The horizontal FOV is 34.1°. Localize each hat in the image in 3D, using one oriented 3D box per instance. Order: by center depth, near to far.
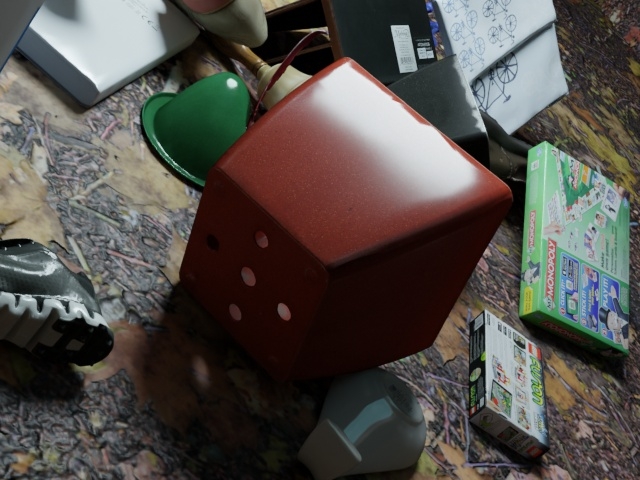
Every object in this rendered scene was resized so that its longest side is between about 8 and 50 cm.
[{"bbox_3d":[-0.109,-0.193,1.344,0.173,0.183,0.208,28,34,-24],"label":"hat"}]

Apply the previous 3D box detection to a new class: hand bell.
[{"bbox_3d":[-0.094,-0.257,1.552,0.242,0.126,0.126,44,28,27],"label":"hand bell"}]

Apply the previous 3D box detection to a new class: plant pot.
[{"bbox_3d":[0.000,0.000,1.157,0.267,0.267,0.236,43,45,22],"label":"plant pot"},{"bbox_3d":[0.150,-0.134,1.554,0.188,0.167,0.187,74,4,-49],"label":"plant pot"}]

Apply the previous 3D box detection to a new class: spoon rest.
[{"bbox_3d":[0.042,0.208,1.152,0.137,0.084,0.276,51,18,11],"label":"spoon rest"}]

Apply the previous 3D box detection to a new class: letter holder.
[{"bbox_3d":[0.023,-0.308,1.704,0.302,0.215,0.152,-20,99,-55],"label":"letter holder"}]

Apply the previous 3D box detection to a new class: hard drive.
[{"bbox_3d":[-0.303,-0.299,1.390,0.203,0.040,0.307,41,31,-3],"label":"hard drive"}]

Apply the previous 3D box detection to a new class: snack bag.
[{"bbox_3d":[0.342,-0.347,1.918,0.323,0.037,0.342,-37,123,-33],"label":"snack bag"}]

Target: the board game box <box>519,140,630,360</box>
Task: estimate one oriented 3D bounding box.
[{"bbox_3d":[0.427,0.016,1.735,0.214,0.046,0.317,25,58,-27],"label":"board game box"}]

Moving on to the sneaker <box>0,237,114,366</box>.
[{"bbox_3d":[-0.298,0.038,0.949,0.234,0.078,0.106,24,33,-36],"label":"sneaker"}]

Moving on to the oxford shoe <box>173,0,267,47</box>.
[{"bbox_3d":[-0.170,-0.374,1.559,0.130,0.123,0.348,52,5,-35],"label":"oxford shoe"}]

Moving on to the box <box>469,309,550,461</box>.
[{"bbox_3d":[0.258,0.196,1.439,0.114,0.036,0.207,35,31,-14],"label":"box"}]

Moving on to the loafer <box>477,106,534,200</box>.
[{"bbox_3d":[0.286,-0.129,1.822,0.366,0.130,0.134,25,-1,-42],"label":"loafer"}]

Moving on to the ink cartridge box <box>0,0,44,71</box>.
[{"bbox_3d":[-0.462,-0.338,1.012,0.395,0.285,0.166,42,31,-1],"label":"ink cartridge box"}]

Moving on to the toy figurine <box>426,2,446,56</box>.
[{"bbox_3d":[0.175,-0.376,1.874,0.217,0.191,0.362,-58,133,-38],"label":"toy figurine"}]
